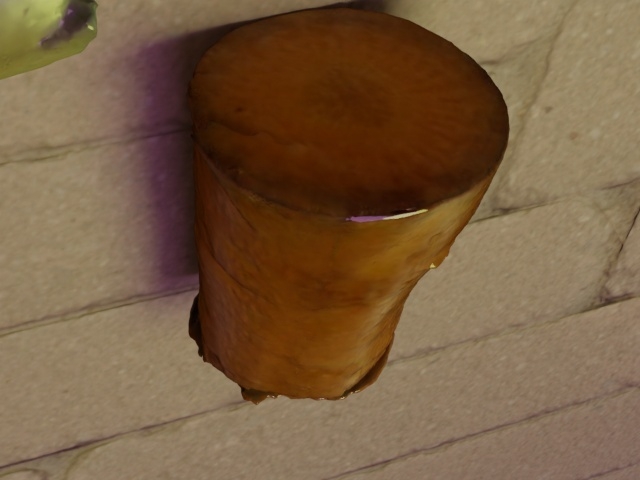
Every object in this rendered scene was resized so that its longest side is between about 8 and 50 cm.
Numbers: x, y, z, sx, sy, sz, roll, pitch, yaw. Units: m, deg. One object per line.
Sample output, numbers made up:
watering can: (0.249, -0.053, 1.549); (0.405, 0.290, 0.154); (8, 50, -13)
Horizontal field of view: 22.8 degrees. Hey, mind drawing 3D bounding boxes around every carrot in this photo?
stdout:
carrot: (0.000, 0.000, 1.015); (0.196, 0.196, 0.254); (-15, 143, -22)

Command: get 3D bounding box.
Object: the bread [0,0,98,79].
bread: (-0.171, -0.176, 0.576); (0.333, 0.333, 0.160); (-23, 131, -10)
